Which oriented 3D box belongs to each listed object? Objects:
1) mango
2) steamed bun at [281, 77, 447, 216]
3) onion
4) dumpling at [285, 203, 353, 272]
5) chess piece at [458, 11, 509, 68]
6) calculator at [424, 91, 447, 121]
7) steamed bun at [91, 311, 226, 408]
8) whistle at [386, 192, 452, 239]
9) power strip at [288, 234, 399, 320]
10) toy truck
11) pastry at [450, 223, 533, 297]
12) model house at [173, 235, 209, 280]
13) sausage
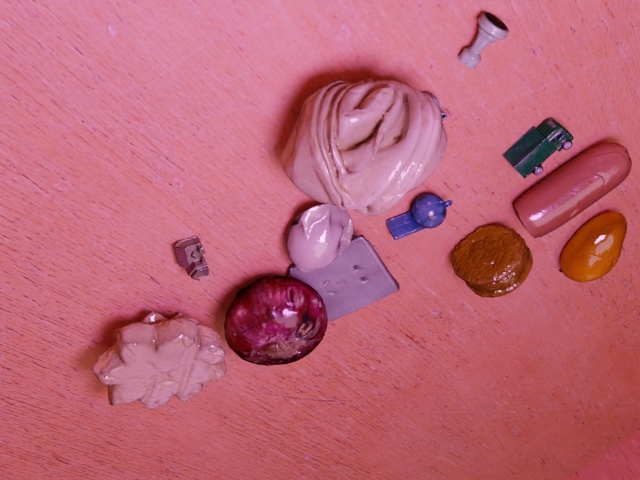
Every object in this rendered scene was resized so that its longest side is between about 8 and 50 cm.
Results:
[{"bbox_3d":[0.752,0.019,2.095,0.147,0.109,0.227,27,117,-13],"label":"mango"},{"bbox_3d":[0.097,-0.184,1.461,0.289,0.203,0.276,22,89,-11],"label":"steamed bun"},{"bbox_3d":[-0.100,0.182,1.762,0.246,0.190,0.246,-3,142,-2],"label":"onion"},{"bbox_3d":[0.000,-0.001,1.696,0.150,0.092,0.177,-1,105,-8],"label":"dumpling"},{"bbox_3d":[0.324,-0.399,1.547,0.067,0.067,0.103,9,133,-32],"label":"chess piece"},{"bbox_3d":[0.158,-0.224,1.626,0.246,0.045,0.141,-22,135,-7],"label":"calculator"},{"bbox_3d":[-0.368,0.254,1.732,0.295,0.137,0.292,-33,140,15],"label":"steamed bun"},{"bbox_3d":[0.235,-0.061,1.783,0.157,0.090,0.090,-21,135,-7],"label":"whistle"},{"bbox_3d":[0.056,0.081,1.822,0.213,0.065,0.198,-24,124,17],"label":"power strip"},{"bbox_3d":[0.511,-0.216,1.795,0.147,0.065,0.079,-42,130,15],"label":"toy truck"},{"bbox_3d":[0.429,0.052,1.918,0.188,0.189,0.103,-36,132,7],"label":"pastry"},{"bbox_3d":[-0.276,0.041,1.641,0.058,0.057,0.083,-19,137,-17],"label":"model house"},{"bbox_3d":[0.620,-0.127,1.889,0.304,0.121,0.121,-35,135,7],"label":"sausage"}]
